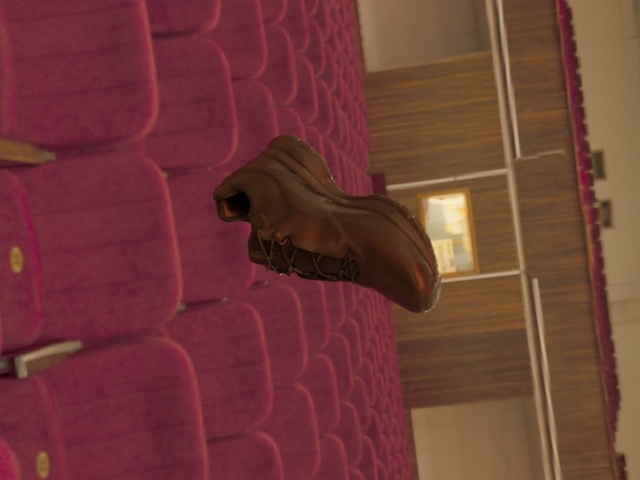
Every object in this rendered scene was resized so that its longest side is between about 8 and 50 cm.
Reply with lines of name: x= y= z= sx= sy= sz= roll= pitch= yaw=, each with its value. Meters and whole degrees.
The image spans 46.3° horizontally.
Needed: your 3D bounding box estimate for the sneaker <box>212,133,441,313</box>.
sneaker: x=0.000 y=0.000 z=0.764 sx=0.286 sy=0.130 sz=0.109 roll=35 pitch=-33 yaw=39
